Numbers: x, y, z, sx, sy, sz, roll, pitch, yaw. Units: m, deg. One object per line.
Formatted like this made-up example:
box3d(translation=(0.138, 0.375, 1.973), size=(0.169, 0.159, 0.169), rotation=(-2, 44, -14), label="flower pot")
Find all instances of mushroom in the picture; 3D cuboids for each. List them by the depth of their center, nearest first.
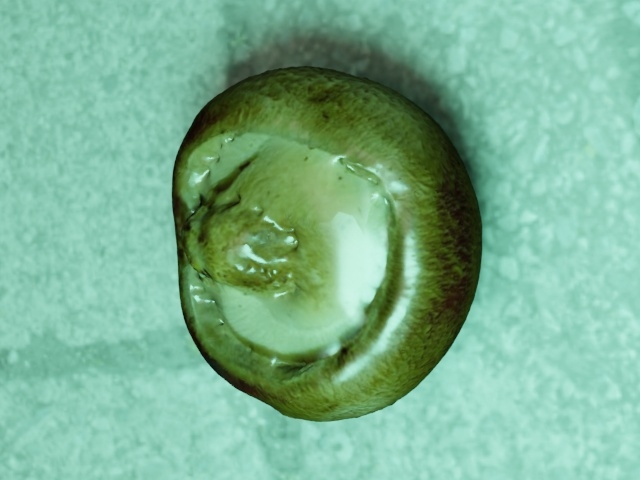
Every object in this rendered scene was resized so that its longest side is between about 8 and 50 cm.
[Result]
box3d(translation=(0.000, 0.000, 1.354), size=(0.253, 0.153, 0.253), rotation=(5, 100, 27), label="mushroom")
